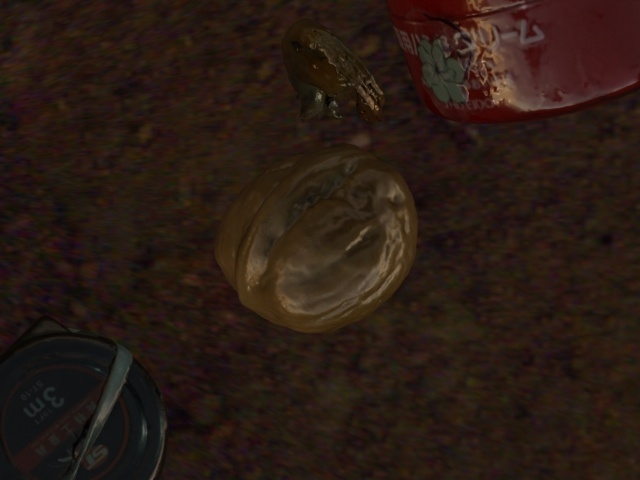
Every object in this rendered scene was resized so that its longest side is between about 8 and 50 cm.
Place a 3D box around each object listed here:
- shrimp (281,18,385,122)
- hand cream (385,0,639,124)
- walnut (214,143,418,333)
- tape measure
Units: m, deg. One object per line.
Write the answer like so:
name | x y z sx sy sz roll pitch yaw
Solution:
shrimp | 0.008 -0.132 1.639 0.066 0.262 0.117 -35 79 -2
hand cream | 0.150 -0.185 1.177 0.230 0.230 0.149 -30 114 -17
walnut | 0.000 0.000 1.400 0.166 0.166 0.149 -38 136 -15
tape measure | -0.220 0.167 1.474 0.182 0.107 0.181 -39 84 -25
